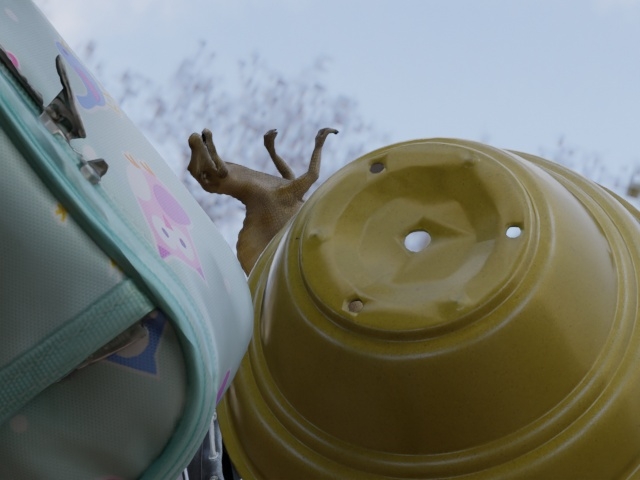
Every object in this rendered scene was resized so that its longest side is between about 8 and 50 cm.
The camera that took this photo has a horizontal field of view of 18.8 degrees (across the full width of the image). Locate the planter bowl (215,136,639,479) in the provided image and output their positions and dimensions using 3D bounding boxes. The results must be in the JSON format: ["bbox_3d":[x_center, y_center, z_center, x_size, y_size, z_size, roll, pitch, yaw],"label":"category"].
[{"bbox_3d":[0.048,0.023,0.820,0.217,0.217,0.090,6,-34,20],"label":"planter bowl"}]

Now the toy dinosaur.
[{"bbox_3d":[0.000,0.000,1.083,0.183,0.092,0.053,48,-20,-2],"label":"toy dinosaur"}]

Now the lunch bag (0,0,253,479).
[{"bbox_3d":[-0.167,0.041,0.594,0.279,0.108,0.224,-39,-89,12],"label":"lunch bag"}]

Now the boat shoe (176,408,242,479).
[{"bbox_3d":[-0.082,0.299,2.043,0.113,0.306,0.105,33,-64,-34],"label":"boat shoe"}]
